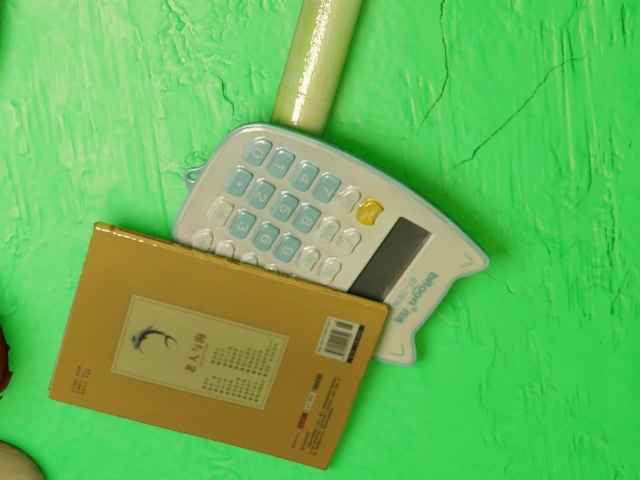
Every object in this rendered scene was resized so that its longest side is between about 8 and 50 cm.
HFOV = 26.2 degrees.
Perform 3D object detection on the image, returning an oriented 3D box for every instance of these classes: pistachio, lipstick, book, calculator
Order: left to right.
[{"bbox_3d":[-0.436,0.319,1.784,0.185,0.124,0.124,20,106,-48],"label":"pistachio"},{"bbox_3d":[-0.135,0.143,1.763,0.389,0.032,0.269,17,115,-8],"label":"book"},{"bbox_3d":[0.000,0.000,1.729,0.386,0.054,0.256,27,118,-14],"label":"calculator"},{"bbox_3d":[0.005,-0.261,1.690,0.076,0.076,0.304,16,103,-6],"label":"lipstick"}]

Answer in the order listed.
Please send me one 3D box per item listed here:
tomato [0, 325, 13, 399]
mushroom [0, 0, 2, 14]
[{"bbox_3d":[-0.537,0.154,1.666,0.303,0.303,0.239,-36,87,7],"label":"tomato"},{"bbox_3d":[-0.448,-0.282,1.645,0.159,0.122,0.328,19,102,-16],"label":"mushroom"}]
